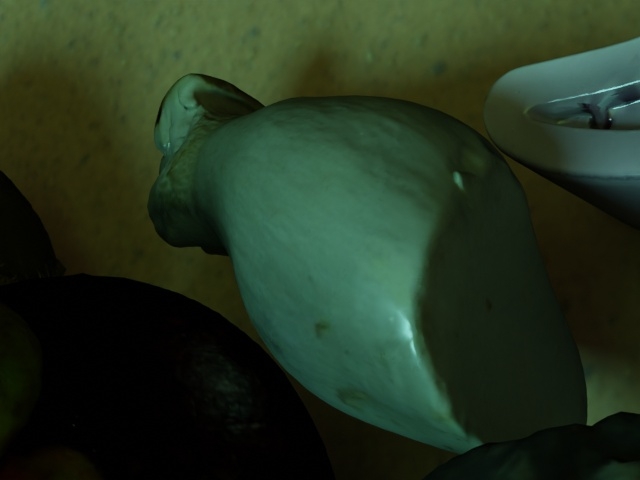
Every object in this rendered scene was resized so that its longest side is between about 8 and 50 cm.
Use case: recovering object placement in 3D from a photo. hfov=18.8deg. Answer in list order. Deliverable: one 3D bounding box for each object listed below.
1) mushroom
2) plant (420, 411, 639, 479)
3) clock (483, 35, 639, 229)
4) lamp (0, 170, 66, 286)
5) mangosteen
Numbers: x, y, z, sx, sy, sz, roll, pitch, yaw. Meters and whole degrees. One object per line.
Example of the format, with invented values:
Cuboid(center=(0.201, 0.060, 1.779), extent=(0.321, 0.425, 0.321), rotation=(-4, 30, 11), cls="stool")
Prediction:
Cuboid(center=(0.000, 0.000, 0.631), extent=(0.093, 0.116, 0.225), rotation=(-47, 38, -14), cls="mushroom")
Cuboid(center=(0.069, 0.175, 0.495), extent=(0.178, 0.204, 0.234), rotation=(-23, 53, 26), cls="plant")
Cuboid(center=(0.191, -0.059, 0.557), extent=(0.290, 0.080, 0.275), rotation=(-8, 68, 34), cls="clock")
Cuboid(center=(-0.200, 0.046, 0.766), extent=(0.185, 0.161, 0.161), rotation=(-50, 51, 14), cls="lamp")
Cuboid(center=(-0.092, 0.101, 0.630), extent=(0.210, 0.210, 0.210), rotation=(-14, 65, 33), cls="mangosteen")
